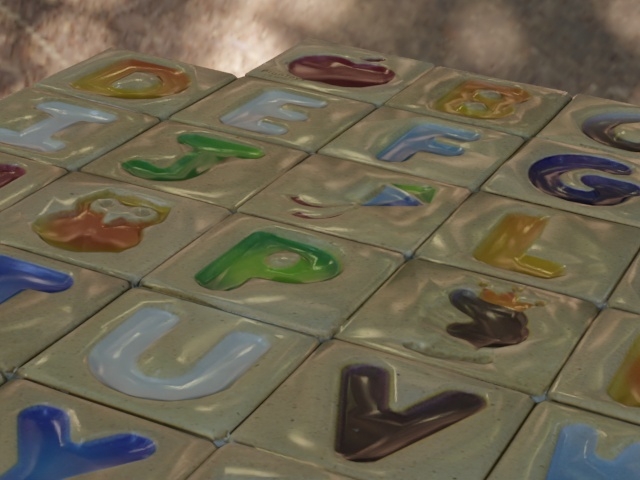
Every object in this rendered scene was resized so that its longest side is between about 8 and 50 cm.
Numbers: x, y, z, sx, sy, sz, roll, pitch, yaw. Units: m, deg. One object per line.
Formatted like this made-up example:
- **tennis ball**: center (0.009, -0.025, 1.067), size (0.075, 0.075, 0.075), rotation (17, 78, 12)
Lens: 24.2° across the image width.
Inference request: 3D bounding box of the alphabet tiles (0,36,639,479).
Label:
- **alphabet tiles**: center (0.000, 0.000, 0.439), size (0.285, 0.011, 0.342), rotation (14, 26, 21)
